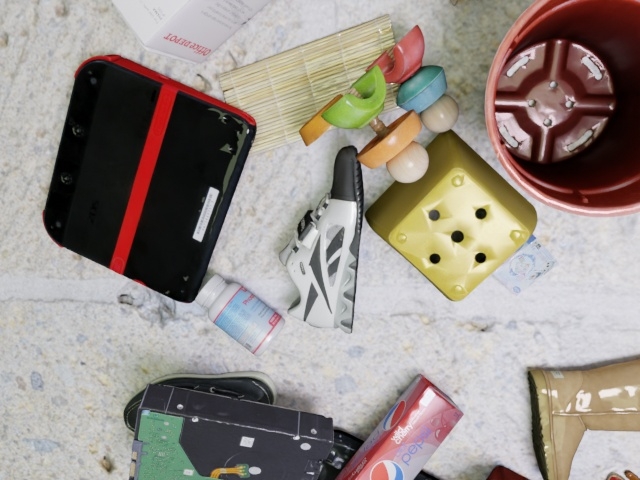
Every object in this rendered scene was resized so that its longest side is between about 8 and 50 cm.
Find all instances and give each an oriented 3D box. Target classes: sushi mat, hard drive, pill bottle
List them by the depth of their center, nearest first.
[{"bbox_3d":[-0.016,-0.257,0.850,0.316,0.019,0.152,-15,101,13],"label":"sushi mat"},{"bbox_3d":[-0.168,0.389,0.914,0.338,0.064,0.237,12,120,-9],"label":"hard drive"},{"bbox_3d":[-0.152,0.137,0.933,0.160,0.087,0.087,38,107,-1],"label":"pill bottle"}]

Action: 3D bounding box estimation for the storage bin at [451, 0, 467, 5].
[{"bbox_3d":[0.274,-0.441,0.629,0.260,0.262,0.123,-30,99,15],"label":"storage bin"}]

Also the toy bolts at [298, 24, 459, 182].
[{"bbox_3d":[0.104,-0.184,0.766,0.158,0.218,0.228,48,67,-13],"label":"toy bolts"}]

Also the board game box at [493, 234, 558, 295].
[{"bbox_3d":[0.341,0.042,0.835,0.090,0.020,0.090,-43,126,15],"label":"board game box"}]

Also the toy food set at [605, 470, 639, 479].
[{"bbox_3d":[0.585,0.455,0.916,0.122,0.019,0.078,7,104,16],"label":"toy food set"}]

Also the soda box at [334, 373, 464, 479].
[{"bbox_3d":[0.138,0.377,0.902,0.083,0.092,0.263,39,89,-1],"label":"soda box"}]

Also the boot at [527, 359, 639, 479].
[{"bbox_3d":[0.514,0.321,0.860,0.269,0.089,0.236,-7,102,10],"label":"boot"}]

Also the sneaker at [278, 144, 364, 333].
[{"bbox_3d":[0.000,0.000,0.855,0.146,0.122,0.331,7,104,6],"label":"sneaker"}]

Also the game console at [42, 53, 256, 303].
[{"bbox_3d":[-0.328,-0.109,0.922,0.341,0.060,0.387,24,108,2],"label":"game console"}]

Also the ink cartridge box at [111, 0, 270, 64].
[{"bbox_3d":[-0.152,-0.408,0.739,0.283,0.207,0.117,-35,94,16],"label":"ink cartridge box"}]

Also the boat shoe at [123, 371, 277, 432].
[{"bbox_3d":[-0.259,0.345,0.988,0.339,0.113,0.127,-7,102,12],"label":"boat shoe"}]

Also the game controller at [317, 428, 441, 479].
[{"bbox_3d":[0.121,0.501,0.995,0.319,0.067,0.167,26,121,3],"label":"game controller"}]

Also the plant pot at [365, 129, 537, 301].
[{"bbox_3d":[0.205,-0.027,0.778,0.212,0.187,0.212,43,106,-1],"label":"plant pot"}]

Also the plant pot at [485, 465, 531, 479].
[{"bbox_3d":[0.366,0.572,0.869,0.267,0.236,0.267,27,107,4],"label":"plant pot"}]

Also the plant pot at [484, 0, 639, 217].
[{"bbox_3d":[0.346,-0.190,0.674,0.272,0.265,0.273,3,104,10],"label":"plant pot"}]
